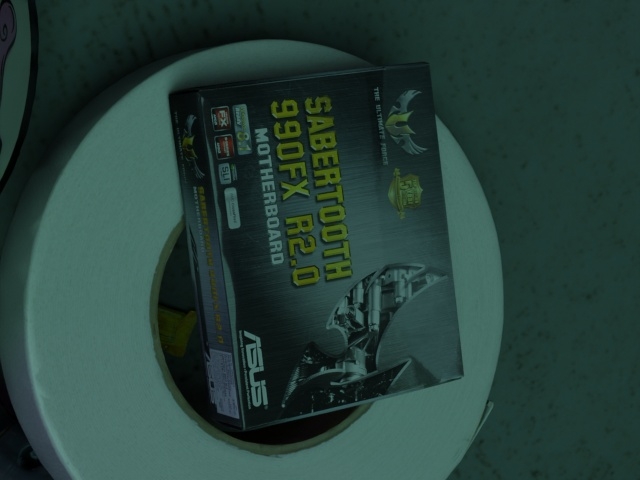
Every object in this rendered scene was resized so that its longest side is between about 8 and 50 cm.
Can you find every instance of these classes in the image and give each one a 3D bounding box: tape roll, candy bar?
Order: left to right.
[{"bbox_3d":[-0.171,0.049,1.195,0.161,0.018,0.040,22,101,-22],"label":"candy bar"},{"bbox_3d":[-0.039,0.049,1.122,0.392,0.072,0.392,-1,92,-30],"label":"tape roll"}]

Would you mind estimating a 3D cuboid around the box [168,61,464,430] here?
[{"bbox_3d":[0.000,0.000,1.070,0.183,0.056,0.231,-9,96,-28],"label":"box"}]

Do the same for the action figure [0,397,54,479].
[{"bbox_3d":[-0.279,0.202,1.137,0.330,0.178,0.341,29,92,-8],"label":"action figure"}]

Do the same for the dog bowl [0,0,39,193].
[{"bbox_3d":[-0.386,-0.121,0.930,0.408,0.150,0.408,1,105,2],"label":"dog bowl"}]
